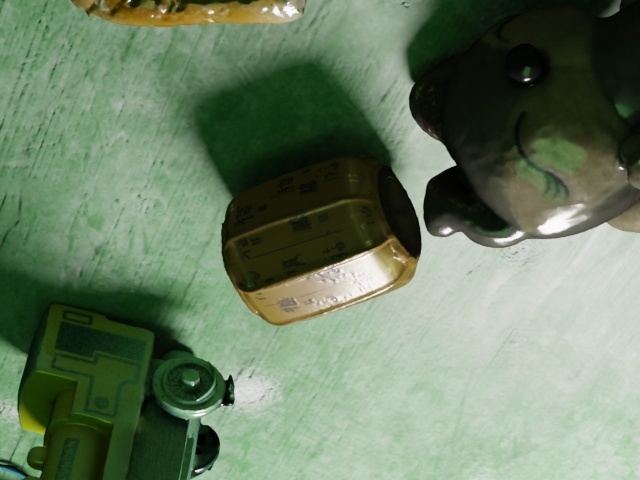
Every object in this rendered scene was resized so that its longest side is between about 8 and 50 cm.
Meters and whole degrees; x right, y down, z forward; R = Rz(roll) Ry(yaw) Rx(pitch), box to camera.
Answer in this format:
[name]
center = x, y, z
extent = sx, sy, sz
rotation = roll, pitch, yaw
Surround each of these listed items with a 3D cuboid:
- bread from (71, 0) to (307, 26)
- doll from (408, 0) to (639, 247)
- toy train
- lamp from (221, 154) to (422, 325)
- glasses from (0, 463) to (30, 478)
[bread]
center = -0.101, -0.292, 1.566
extent = 0.246, 0.176, 0.196
rotation = 1, 122, 5
[doll]
center = 0.284, -0.080, 1.716
extent = 0.382, 0.252, 0.378
rotation = -18, 131, 27
[toy train]
center = -0.227, 0.252, 1.966
extent = 0.237, 0.369, 0.150
rotation = 14, 133, -7
[lamp]
center = 0.000, 0.000, 1.864
extent = 0.185, 0.161, 0.161
rotation = -22, 130, 20
[glasses]
center = -0.448, 0.315, 2.192
extent = 0.239, 0.207, 0.102
rotation = 17, 96, -16
